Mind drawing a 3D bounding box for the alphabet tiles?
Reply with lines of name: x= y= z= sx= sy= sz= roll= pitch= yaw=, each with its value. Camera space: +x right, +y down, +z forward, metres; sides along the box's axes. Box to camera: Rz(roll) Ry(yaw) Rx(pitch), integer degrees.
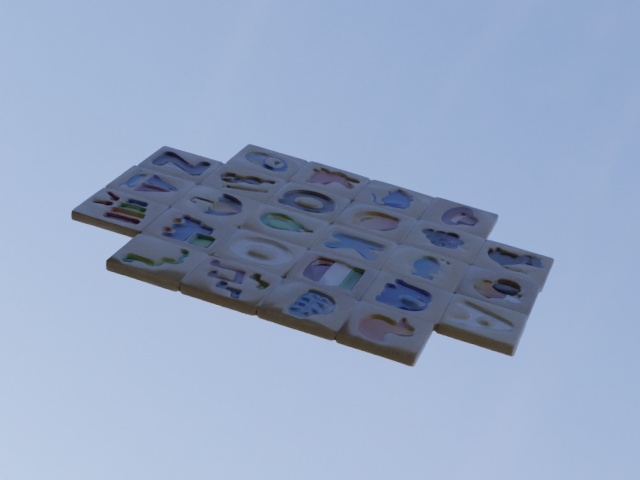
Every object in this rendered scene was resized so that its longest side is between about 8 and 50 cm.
alphabet tiles: x=0.000 y=0.000 z=1.068 sx=0.343 sy=0.285 sz=0.011 roll=17 pitch=-65 yaw=12
